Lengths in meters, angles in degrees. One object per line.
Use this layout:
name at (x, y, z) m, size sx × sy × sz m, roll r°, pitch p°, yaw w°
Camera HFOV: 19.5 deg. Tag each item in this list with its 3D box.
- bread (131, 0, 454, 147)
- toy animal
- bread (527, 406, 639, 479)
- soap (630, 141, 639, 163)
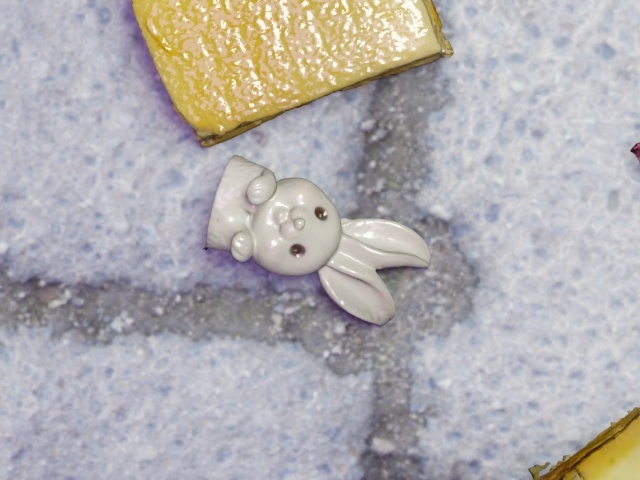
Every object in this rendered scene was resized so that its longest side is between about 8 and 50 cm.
bread at (-0.030, -0.218, 1.834) m, size 0.275 × 0.114 × 0.184 m, roll -21°, pitch 94°, yaw 11°
toy animal at (-0.003, 0.001, 1.840) m, size 0.221 × 0.131 × 0.103 m, roll 22°, pitch 83°, yaw 4°
bread at (0.262, 0.312, 1.724) m, size 0.279 × 0.315 × 0.248 m, roll -41°, pitch 90°, yaw 10°
soap at (0.405, -0.143, 1.745) m, size 0.099 × 0.162 × 0.250 m, roll 40°, pitch 98°, yaw 4°
